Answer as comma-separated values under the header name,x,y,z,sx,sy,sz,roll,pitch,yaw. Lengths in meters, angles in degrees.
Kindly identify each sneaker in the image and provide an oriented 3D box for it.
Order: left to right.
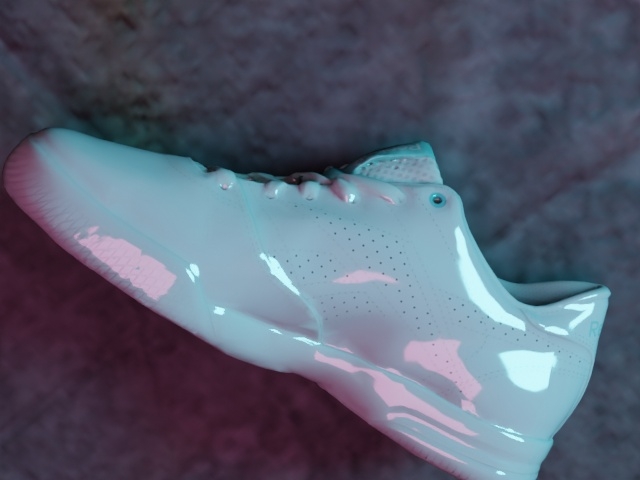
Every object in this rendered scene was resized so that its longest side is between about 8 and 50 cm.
name,x,y,z,sx,sy,sz,roll,pitch,yaw
sneaker,0.000,0.000,0.550,0.212,0.080,0.094,28,96,-13
